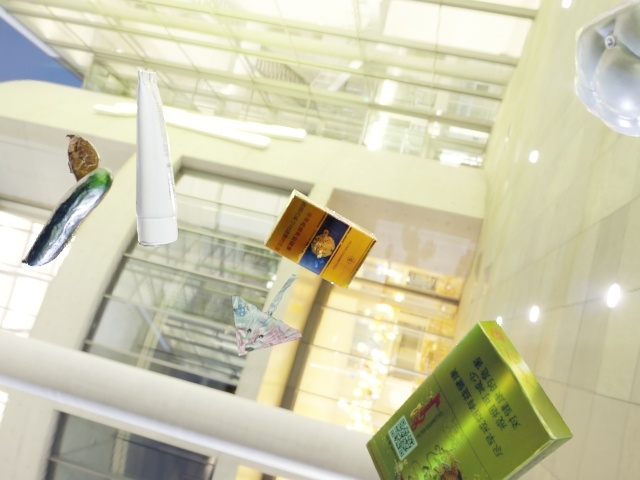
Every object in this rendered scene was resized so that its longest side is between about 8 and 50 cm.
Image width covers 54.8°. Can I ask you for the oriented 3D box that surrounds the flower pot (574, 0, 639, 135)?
[{"bbox_3d":[0.509,-0.275,0.931,0.195,0.246,0.246,60,-160,-8],"label":"flower pot"}]

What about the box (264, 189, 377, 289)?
[{"bbox_3d":[0.000,0.000,1.519,0.152,0.237,0.070,-59,14,12],"label":"box"}]

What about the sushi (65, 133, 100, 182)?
[{"bbox_3d":[-0.379,-0.124,0.985,0.047,0.050,0.099,-21,73,58],"label":"sushi"}]

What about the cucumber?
[{"bbox_3d":[-0.402,-0.033,0.981,0.284,0.056,0.056,-37,16,34],"label":"cucumber"}]

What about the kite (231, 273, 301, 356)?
[{"bbox_3d":[-0.082,0.117,0.957,0.156,0.139,0.011,-56,25,5],"label":"kite"}]

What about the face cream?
[{"bbox_3d":[-0.236,-0.113,0.872,0.092,0.058,0.243,-104,14,-77],"label":"face cream"}]

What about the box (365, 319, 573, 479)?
[{"bbox_3d":[0.179,0.269,0.831,0.311,0.043,0.173,-59,42,34],"label":"box"}]
